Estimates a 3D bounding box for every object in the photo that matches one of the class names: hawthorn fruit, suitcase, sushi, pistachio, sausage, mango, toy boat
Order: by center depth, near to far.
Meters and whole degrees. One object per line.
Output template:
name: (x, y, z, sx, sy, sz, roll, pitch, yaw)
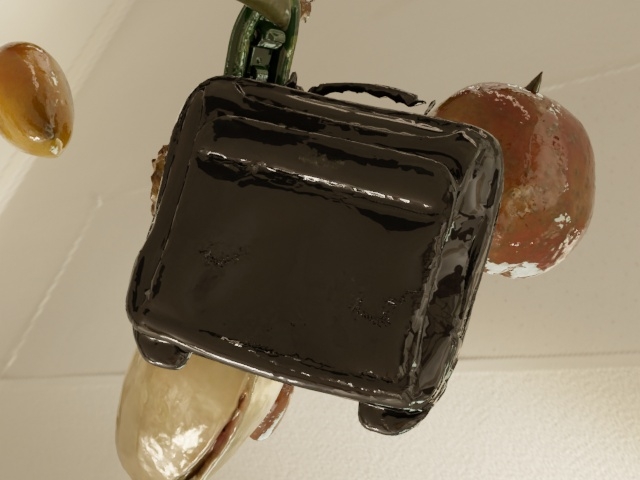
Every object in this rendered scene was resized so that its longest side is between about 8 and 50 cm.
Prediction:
suitcase: (0.000, 0.000, 0.862, 0.345, 0.188, 0.339, 14, -98, 14)
toy boat: (-0.073, -0.208, 0.990, 0.052, 0.104, 0.210, 26, -72, 41)
mango: (-0.368, -0.175, 1.052, 0.112, 0.145, 0.219, -24, -143, -18)
pistachio: (-0.157, 0.199, 1.085, 0.318, 0.193, 0.214, -65, -149, 15)
hawthorn fruit: (0.344, -0.135, 1.586, 0.402, 0.403, 0.403, -25, -140, 23)
sausage: (-0.112, 0.368, 1.800, 0.076, 0.076, 0.198, -94, -156, -47)
sushi: (-0.059, -0.529, 1.918, 0.118, 0.062, 0.060, -9, -166, 40)

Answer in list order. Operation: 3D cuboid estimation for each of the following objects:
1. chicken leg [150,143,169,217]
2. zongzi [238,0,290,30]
chicken leg: (-0.131, -0.038, 1.253, 0.409, 0.295, 0.182, 28, -90, 28)
zongzi: (-0.166, -0.310, 0.555, 0.174, 0.393, 0.356, -38, -175, 11)
